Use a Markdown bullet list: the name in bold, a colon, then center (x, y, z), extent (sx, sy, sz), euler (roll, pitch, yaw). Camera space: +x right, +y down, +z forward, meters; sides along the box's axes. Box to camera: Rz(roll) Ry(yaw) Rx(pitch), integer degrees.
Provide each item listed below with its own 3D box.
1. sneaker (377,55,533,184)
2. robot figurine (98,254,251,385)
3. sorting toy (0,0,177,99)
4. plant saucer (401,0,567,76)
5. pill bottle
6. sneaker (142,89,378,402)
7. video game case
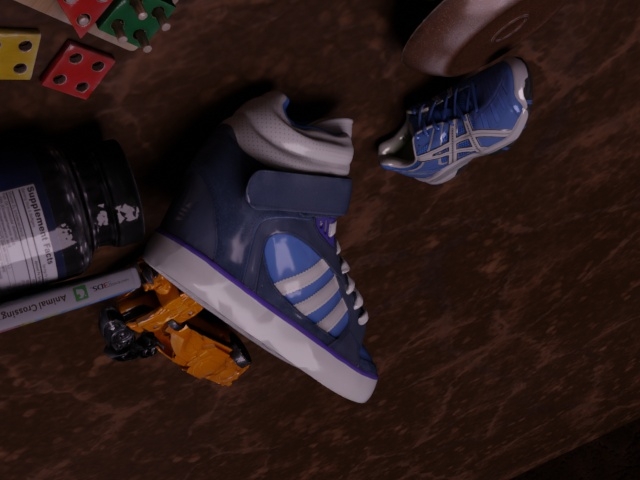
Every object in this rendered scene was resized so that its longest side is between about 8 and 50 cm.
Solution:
- **sneaker**: center (0.138, -0.118, 1.036), extent (0.081, 0.080, 0.211), euler (3, 152, -31)
- **robot figurine**: center (-0.125, 0.076, 1.127), extent (0.211, 0.085, 0.291), euler (-34, 149, 7)
- **sorting toy**: center (-0.151, -0.195, 0.748), extent (0.274, 0.046, 0.132), euler (-43, 146, 22)
- **plant saucer**: center (0.167, -0.209, 0.930), extent (0.199, 0.036, 0.198), euler (-31, 169, -6)
- **pill bottle**: center (-0.267, -0.014, 0.843), extent (0.219, 0.122, 0.122), euler (-17, 147, -20)
- **sneaker**: center (-0.001, 0.000, 0.992), extent (0.323, 0.130, 0.236), euler (40, 79, -36)
- **video game case**: center (-0.294, 0.068, 0.892), extent (0.193, 0.023, 0.212), euler (-18, -176, -42)
